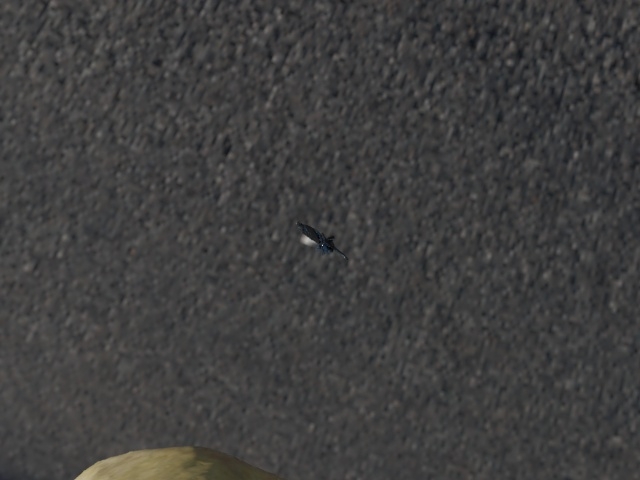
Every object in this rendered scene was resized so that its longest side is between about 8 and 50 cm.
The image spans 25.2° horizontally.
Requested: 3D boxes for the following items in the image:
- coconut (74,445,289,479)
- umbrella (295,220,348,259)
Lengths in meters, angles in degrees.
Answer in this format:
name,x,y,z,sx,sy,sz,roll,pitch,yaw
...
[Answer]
name,x,y,z,sx,sy,sz,roll,pitch,yaw
coconut,-0.040,0.216,0.567,0.259,0.259,0.259,13,142,10
umbrella,-0.003,-0.003,1.334,0.022,0.022,0.149,41,-179,24
